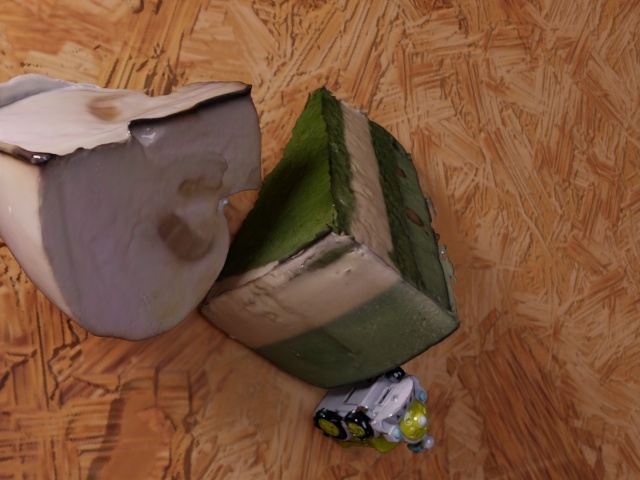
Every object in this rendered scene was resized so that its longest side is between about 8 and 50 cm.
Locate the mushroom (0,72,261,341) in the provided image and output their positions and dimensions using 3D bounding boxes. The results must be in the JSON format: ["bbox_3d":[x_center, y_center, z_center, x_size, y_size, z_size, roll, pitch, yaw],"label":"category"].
[{"bbox_3d":[-0.168,-0.033,0.678,0.236,0.162,0.173,-28,131,-48],"label":"mushroom"}]

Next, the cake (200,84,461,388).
[{"bbox_3d":[0.001,-0.004,0.821,0.158,0.172,0.283,38,26,-25],"label":"cake"}]

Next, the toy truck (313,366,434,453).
[{"bbox_3d":[0.054,0.159,0.784,0.076,0.111,0.077,-48,113,-32],"label":"toy truck"}]
